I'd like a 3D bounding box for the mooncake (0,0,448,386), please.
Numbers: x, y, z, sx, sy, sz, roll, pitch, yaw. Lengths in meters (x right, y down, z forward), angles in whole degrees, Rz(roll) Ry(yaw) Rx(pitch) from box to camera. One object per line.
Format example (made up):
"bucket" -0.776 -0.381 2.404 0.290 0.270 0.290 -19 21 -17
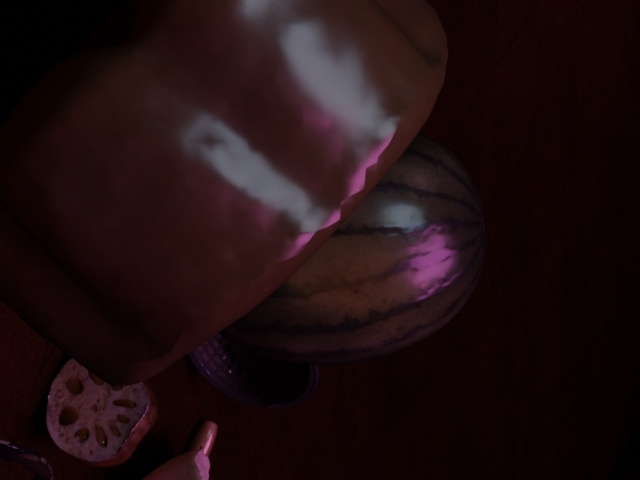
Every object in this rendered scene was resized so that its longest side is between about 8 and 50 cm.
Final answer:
"mooncake" -0.113 -0.105 1.578 0.467 0.262 0.467 -45 -169 12

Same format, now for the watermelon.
"watermelon" 0.000 0.000 1.911 0.279 0.359 0.279 -4 90 -86

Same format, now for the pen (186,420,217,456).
"pen" -0.182 0.336 2.206 0.040 0.032 0.233 83 31 -83

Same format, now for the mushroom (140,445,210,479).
"mushroom" -0.196 0.356 2.116 0.173 0.162 0.236 -16 146 0

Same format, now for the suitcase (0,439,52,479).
"suitcase" -0.380 0.272 1.477 0.339 0.194 0.351 -22 154 -5

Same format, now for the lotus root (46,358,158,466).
"lotus root" -0.237 0.182 1.906 0.122 0.112 0.081 -55 166 -2

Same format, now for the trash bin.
"trash bin" -0.053 0.090 2.129 0.175 0.175 0.161 85 27 -42
